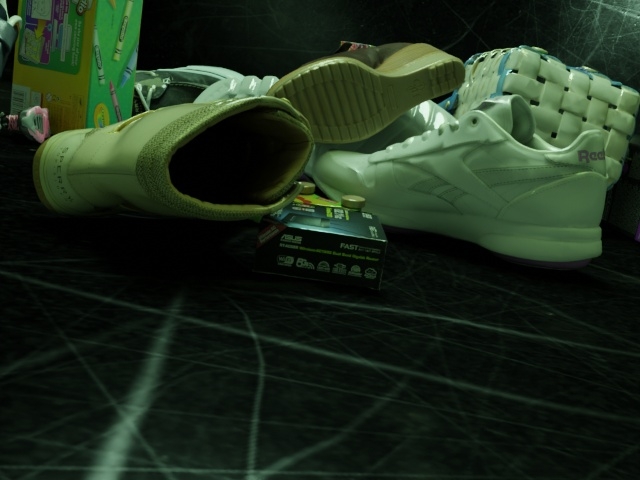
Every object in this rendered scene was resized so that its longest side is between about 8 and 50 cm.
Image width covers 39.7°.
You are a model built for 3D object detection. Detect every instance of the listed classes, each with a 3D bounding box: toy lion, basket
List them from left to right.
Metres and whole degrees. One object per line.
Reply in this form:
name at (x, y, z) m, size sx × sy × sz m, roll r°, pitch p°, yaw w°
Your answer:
toy lion at (-0.022, -0.029, 0.841) m, size 0.100 × 0.034 × 0.096 m, roll 17°, pitch 21°, yaw 35°
basket at (0.282, -0.140, 1.202) m, size 0.255 × 0.201 × 0.289 m, roll 19°, pitch -12°, yaw -10°

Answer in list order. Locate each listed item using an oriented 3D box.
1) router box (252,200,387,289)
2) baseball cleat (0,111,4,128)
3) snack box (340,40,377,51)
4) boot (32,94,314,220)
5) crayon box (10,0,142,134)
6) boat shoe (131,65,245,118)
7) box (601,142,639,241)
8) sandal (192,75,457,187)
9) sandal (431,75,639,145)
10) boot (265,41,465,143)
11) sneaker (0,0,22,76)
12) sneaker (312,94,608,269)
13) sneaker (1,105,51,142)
router box at (0.000, 0.000, 0.676) m, size 0.092 × 0.038 × 0.122 m, roll 9°, pitch 11°, yaw -2°
baseball cleat at (-0.503, -0.176, 1.110) m, size 0.206 × 0.109 × 0.072 m, roll 37°, pitch -13°, yaw 5°
snack box at (0.084, -0.297, 1.827) m, size 0.070 × 0.207 × 0.174 m, roll 13°, pitch 12°, yaw 18°
boot at (-0.064, -0.070, 0.699) m, size 0.262 × 0.095 × 0.204 m, roll -12°, pitch 9°, yaw -41°
crayon box at (-0.334, -0.281, 1.212) m, size 0.165 × 0.278 × 0.081 m, roll 16°, pitch 14°, yaw 33°
boat shoe at (-0.261, -0.195, 1.326) m, size 0.335 × 0.121 × 0.119 m, roll 1°, pitch 16°, yaw 18°
box at (0.408, -0.065, 1.138) m, size 0.029 × 0.116 × 0.162 m, roll 9°, pitch 11°, yaw -7°
sandal at (0.016, -0.125, 1.139) m, size 0.416 × 0.169 × 0.102 m, roll 20°, pitch -26°, yaw 29°
sandal at (0.318, -0.166, 1.385) m, size 0.446 × 0.167 × 0.107 m, roll 20°, pitch 46°, yaw -1°
boot at (0.017, -0.172, 1.005) m, size 0.249 × 0.090 × 0.207 m, roll -16°, pitch 19°, yaw -25°
sneaker at (-0.411, -0.211, 0.980) m, size 0.126 × 0.127 × 0.321 m, roll 27°, pitch 20°, yaw -30°
sneaker at (0.132, -0.072, 0.859) m, size 0.305 × 0.152 × 0.114 m, roll 14°, pitch 14°, yaw 31°
sneaker at (-0.380, -0.149, 1.133) m, size 0.057 × 0.047 × 0.119 m, roll 0°, pitch 5°, yaw -10°
